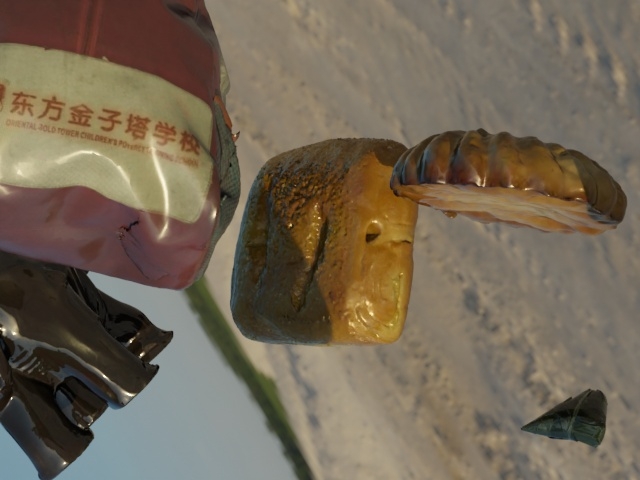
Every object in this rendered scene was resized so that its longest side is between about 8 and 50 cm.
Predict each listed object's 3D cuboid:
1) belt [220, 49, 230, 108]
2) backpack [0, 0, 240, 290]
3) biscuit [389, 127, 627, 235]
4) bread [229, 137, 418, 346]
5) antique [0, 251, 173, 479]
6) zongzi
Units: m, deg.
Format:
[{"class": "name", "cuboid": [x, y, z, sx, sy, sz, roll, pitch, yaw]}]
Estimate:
[{"class": "belt", "cuboid": [-0.252, -0.215, 2.146, 0.339, 0.217, 0.122, -70, -29, -55]}, {"class": "backpack", "cuboid": [-0.206, -0.128, 1.151, 0.197, 0.283, 0.317, 126, 151, -50]}, {"class": "biscuit", "cuboid": [0.260, -0.081, 1.958, 0.326, 0.325, 0.107, 125, 154, -84]}, {"class": "bread", "cuboid": [-0.006, -0.001, 2.184, 0.148, 0.328, 0.337, 14, 170, -43]}, {"class": "antique", "cuboid": [-0.308, 0.089, 1.565, 0.255, 0.185, 0.322, 45, -171, -5]}, {"class": "zongzi", "cuboid": [0.354, 0.248, 2.058, 0.109, 0.119, 0.055, -61, -28, -61]}]
